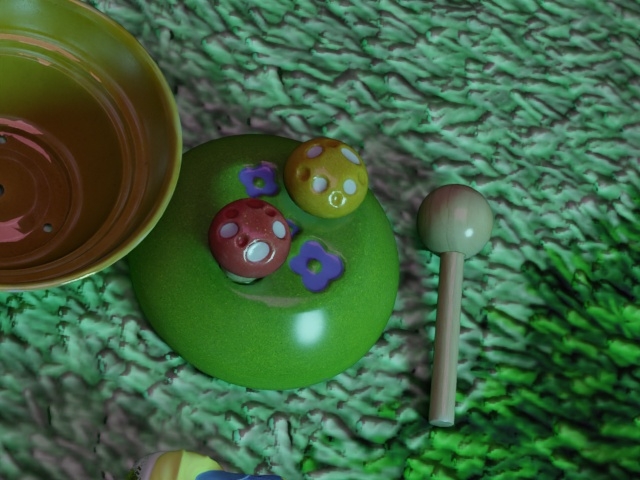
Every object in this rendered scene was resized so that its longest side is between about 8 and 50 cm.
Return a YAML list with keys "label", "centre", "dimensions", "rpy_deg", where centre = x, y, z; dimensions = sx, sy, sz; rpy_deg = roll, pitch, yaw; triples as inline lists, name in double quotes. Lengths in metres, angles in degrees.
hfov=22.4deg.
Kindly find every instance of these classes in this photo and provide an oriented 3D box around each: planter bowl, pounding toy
- label: "planter bowl"
  centre: [-0.201, -0.048, 1.014]
  dimensions: [0.217, 0.090, 0.217]
  rpy_deg: [7, 62, -12]
- label: "pounding toy"
  centre: [0.000, 0.000, 1.034]
  dimensions: [0.236, 0.110, 0.183]
  rpy_deg: [15, 61, -7]

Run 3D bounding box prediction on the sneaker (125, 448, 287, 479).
- label: "sneaker"
  centre: [-0.044, 0.231, 0.917]
  dimensions: [0.126, 0.091, 0.240]
  rpy_deg: [1, 63, -15]
